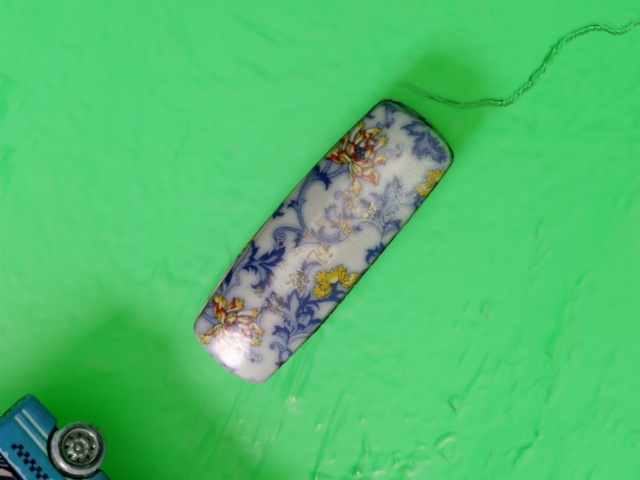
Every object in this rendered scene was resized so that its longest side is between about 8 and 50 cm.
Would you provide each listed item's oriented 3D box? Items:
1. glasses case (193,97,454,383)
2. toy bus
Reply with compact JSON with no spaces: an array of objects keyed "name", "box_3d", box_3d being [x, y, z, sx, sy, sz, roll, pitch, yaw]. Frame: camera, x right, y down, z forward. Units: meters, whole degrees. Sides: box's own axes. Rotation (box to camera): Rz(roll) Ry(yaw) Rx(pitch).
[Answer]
[{"name":"glasses case","box_3d":[0.000,0.000,1.337,0.087,0.065,0.248,40,100,2]},{"name":"toy bus","box_3d":[-0.188,0.245,1.340,0.134,0.113,0.246,-40,92,-24]}]
